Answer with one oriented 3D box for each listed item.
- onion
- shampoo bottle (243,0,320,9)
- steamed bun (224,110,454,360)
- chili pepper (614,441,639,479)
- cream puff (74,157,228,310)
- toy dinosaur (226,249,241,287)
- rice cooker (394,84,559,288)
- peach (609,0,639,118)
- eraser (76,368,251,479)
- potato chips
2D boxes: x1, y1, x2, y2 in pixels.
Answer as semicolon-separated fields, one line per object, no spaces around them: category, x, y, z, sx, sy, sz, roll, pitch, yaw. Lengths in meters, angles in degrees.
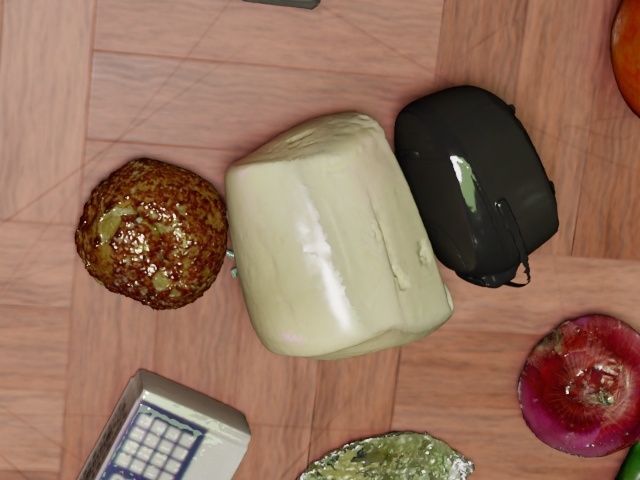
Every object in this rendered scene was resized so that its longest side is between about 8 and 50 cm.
onion;0.275;0.155;1.494;0.150;0.140;0.150;0;102;0
shampoo bottle;-0.028;-0.336;1.344;0.079;0.080;0.246;4;103;-14
steamed bun;0.000;0.000;1.396;0.170;0.200;0.226;-15;90;35
chili pepper;0.404;0.295;1.540;0.167;0.213;0.385;2;113;-55
cream puff;-0.155;-0.002;1.399;0.149;0.084;0.149;-2;102;-10
toy dinosaur;-0.056;0.023;1.458;0.062;0.021;0.083;-30;111;-10
rice cooker;0.148;-0.050;1.420;0.118;0.142;0.203;-31;111;-15
peach;0.368;-0.203;1.410;0.197;0.197;0.197;-3;104;-11
eraser;-0.185;0.276;1.462;0.124;0.081;0.279;26;97;-16
potato chips;0.055;0.292;1.543;0.202;0.029;0.220;31;98;-14
